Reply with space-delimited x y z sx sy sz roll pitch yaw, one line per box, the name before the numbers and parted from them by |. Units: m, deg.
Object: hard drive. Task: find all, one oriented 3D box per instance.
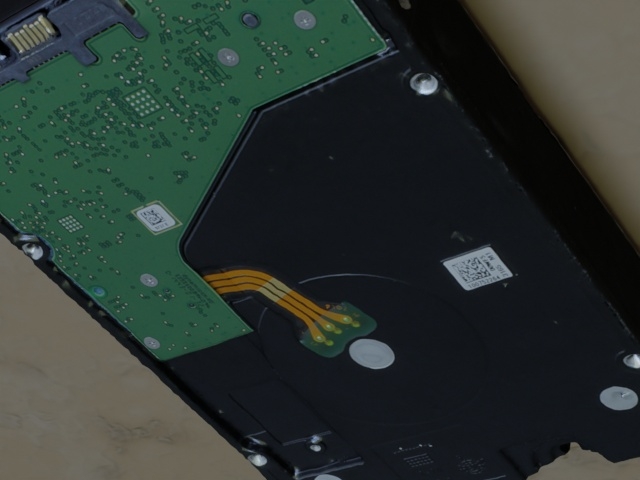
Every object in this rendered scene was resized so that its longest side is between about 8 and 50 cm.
hard drive | 0.000 0.000 0.592 0.237 0.064 0.339 -21 127 33
